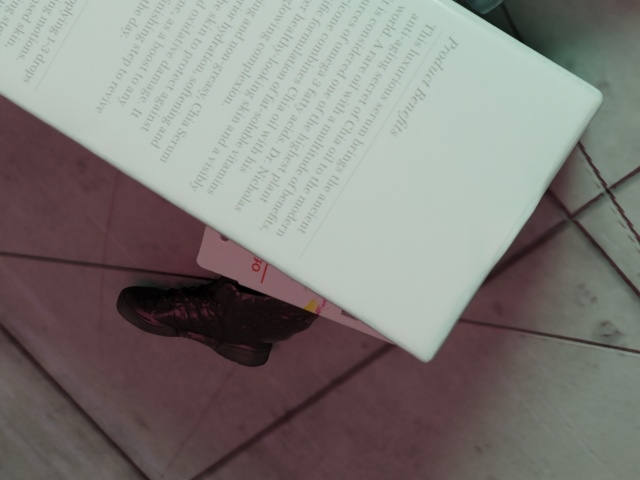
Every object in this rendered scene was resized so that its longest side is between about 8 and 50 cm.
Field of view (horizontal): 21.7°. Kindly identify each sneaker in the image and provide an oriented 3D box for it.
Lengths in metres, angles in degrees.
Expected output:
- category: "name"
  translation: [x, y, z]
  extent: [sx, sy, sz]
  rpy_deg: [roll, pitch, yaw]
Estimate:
- category: "sneaker"
  translation: [-0.086, 0.051, 1.439]
  extent: [0.170, 0.051, 0.089]
  rpy_deg: [21, 120, 2]

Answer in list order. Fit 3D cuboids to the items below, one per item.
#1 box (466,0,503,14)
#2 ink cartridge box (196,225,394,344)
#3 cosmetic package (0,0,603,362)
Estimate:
- category: "box"
  translation: [0.091, -0.374, 1.076]
  extent: [0.395, 0.097, 0.318]
  rpy_deg: [41, 128, -18]
- category: "ink cartridge box"
  translation: [0.000, 0.000, 1.375]
  extent: [0.181, 0.061, 0.104]
  rpy_deg: [21, 119, 6]
- category: "cosmetic package"
  translation: [-0.047, -0.133, 1.231]
  extent: [0.453, 0.161, 0.230]
  rpy_deg: [33, 99, 1]
